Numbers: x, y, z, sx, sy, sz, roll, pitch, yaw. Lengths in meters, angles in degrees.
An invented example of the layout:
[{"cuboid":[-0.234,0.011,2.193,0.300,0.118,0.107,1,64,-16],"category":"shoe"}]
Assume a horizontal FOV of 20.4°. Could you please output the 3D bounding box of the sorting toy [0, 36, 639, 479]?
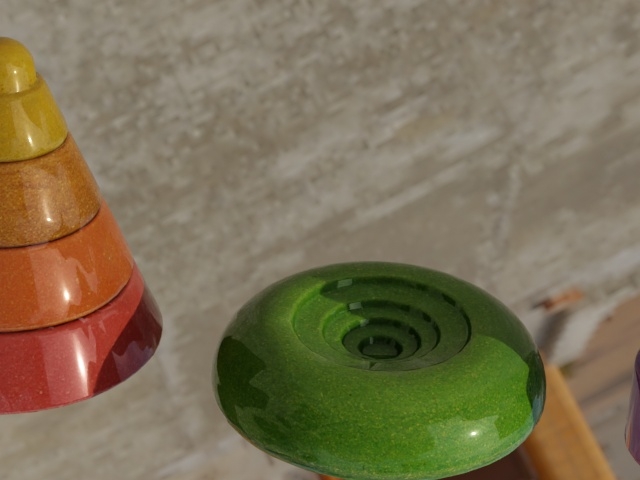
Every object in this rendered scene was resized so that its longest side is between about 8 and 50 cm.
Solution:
[{"cuboid":[0.000,0.000,0.653,0.365,0.126,0.127,8,-151,11],"category":"sorting toy"}]
